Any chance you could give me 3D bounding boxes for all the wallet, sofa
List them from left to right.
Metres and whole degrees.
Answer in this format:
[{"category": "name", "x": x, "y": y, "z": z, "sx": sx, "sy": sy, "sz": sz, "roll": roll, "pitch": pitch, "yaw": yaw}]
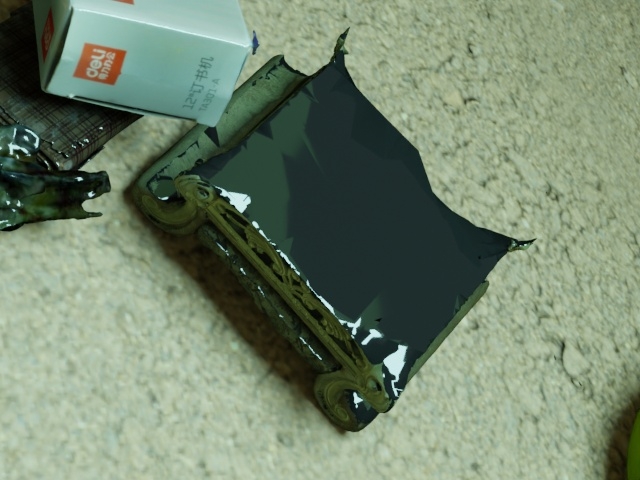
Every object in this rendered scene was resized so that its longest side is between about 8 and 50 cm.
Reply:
[{"category": "wallet", "x": -0.175, "y": -0.134, "z": 0.978, "sx": 0.124, "sy": 0.042, "sz": 0.230, "roll": 41, "pitch": 41, "yaw": 1}, {"category": "sofa", "x": 0.000, "y": 0.000, "z": 0.995, "sx": 0.258, "sy": 0.182, "sz": 0.200, "roll": 48, "pitch": 58, "yaw": -6}]

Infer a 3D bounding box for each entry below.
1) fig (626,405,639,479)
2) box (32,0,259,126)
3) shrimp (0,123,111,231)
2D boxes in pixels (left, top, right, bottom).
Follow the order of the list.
[{"category": "fig", "x": 0.405, "y": 0.185, "z": 1.154, "sx": 0.258, "sy": 0.258, "sz": 0.326, "roll": 47, "pitch": 23, "yaw": -7}, {"category": "box", "x": -0.141, "y": -0.201, "z": 0.964, "sx": 0.135, "sy": 0.079, "sz": 0.269, "roll": 9, "pitch": 40, "yaw": -24}, {"category": "shrimp", "x": -0.278, "y": 0.046, "z": 0.730, "sx": 0.445, "sy": 0.085, "sz": 0.272, "roll": -23, "pitch": 85, "yaw": -46}]
